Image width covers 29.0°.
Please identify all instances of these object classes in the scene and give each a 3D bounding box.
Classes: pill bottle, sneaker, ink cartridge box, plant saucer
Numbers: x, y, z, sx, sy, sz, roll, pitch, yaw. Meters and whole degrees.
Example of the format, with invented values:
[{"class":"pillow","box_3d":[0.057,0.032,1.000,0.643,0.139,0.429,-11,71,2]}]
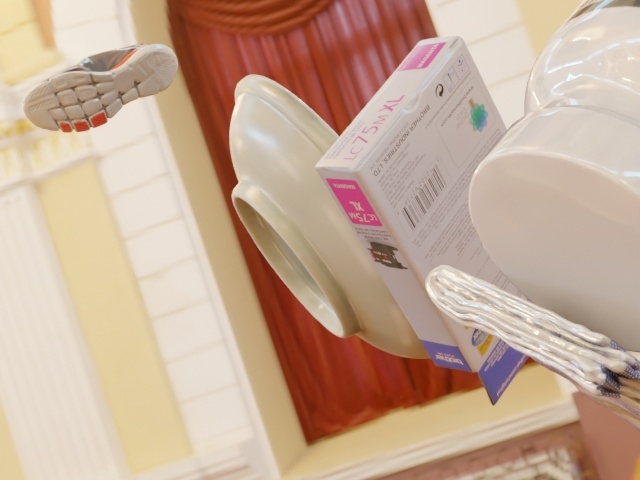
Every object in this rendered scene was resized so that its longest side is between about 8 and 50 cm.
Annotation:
[{"class":"pill bottle","box_3d":[0.269,-0.109,0.840,0.363,0.210,0.210,-48,9,-26]},{"class":"sneaker","box_3d":[-0.217,-0.150,1.193,0.158,0.061,0.065,-22,32,-26]},{"class":"ink cartridge box","box_3d":[0.131,-0.013,1.172,0.065,0.311,0.185,3,46,47]},{"class":"plant saucer","box_3d":[0.000,0.000,1.410,0.101,0.400,0.400,-37,-2,-10]}]

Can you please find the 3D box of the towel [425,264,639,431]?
[{"class":"towel","box_3d":[0.214,0.114,0.849,0.034,0.285,0.209,-57,31,-3]}]
